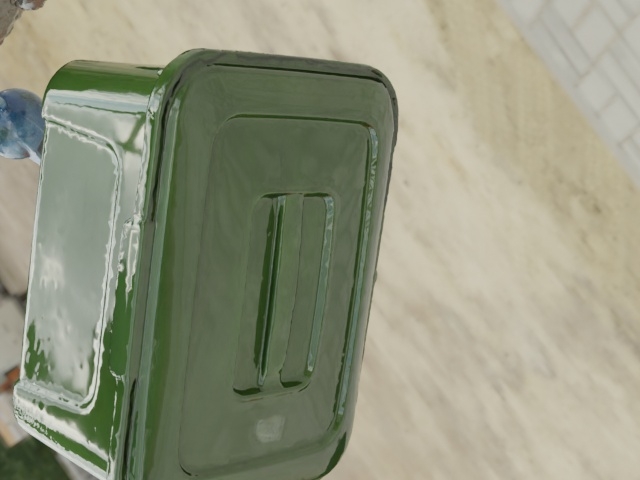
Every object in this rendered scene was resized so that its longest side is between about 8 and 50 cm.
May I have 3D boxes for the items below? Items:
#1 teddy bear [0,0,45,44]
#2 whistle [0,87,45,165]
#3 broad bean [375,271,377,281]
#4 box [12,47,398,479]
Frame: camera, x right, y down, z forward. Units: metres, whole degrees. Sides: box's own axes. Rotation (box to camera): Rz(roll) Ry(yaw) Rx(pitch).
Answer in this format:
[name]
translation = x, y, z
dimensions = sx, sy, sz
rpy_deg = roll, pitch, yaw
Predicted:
[teddy bear]
translation = -0.366, -0.232, 1.096
dimensions = 0.236, 0.151, 0.267
rpy_deg = 1, 154, 37
[whistle]
translation = -0.346, -0.126, 1.576
dimensions = 0.090, 0.090, 0.158
rpy_deg = 47, 174, 29
[broad bean]
translation = -0.007, -0.004, 1.466
dimensions = 0.061, 0.046, 0.195
rpy_deg = 26, 167, 42
[box]
translation = -0.091, 0.022, 0.991
dimensions = 0.178, 0.253, 0.328
rpy_deg = 13, 100, 37
